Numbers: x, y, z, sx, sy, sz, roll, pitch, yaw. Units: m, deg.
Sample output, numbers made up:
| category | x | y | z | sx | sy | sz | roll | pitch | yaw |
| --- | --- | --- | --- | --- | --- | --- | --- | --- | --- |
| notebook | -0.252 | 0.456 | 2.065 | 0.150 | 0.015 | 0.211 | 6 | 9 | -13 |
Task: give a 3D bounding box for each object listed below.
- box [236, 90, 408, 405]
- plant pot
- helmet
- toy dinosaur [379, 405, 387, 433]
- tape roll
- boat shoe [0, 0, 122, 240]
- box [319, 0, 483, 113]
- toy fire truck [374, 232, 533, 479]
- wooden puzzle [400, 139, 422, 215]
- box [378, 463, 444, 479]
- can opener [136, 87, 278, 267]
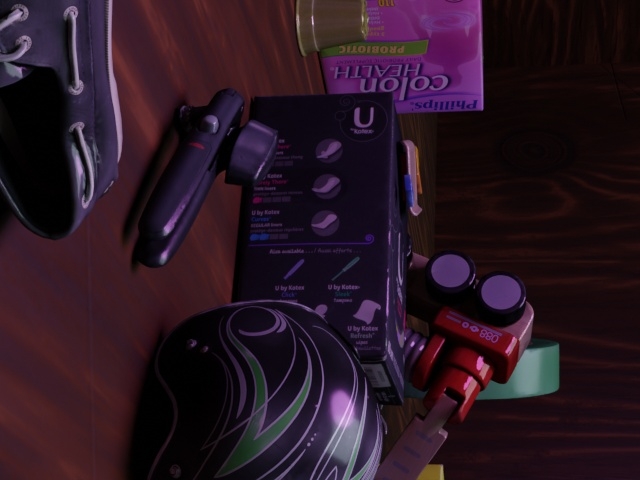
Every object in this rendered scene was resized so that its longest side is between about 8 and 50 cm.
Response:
| category | x | y | z | sx | sy | sz | roll | pitch | yaw |
| --- | --- | --- | --- | --- | --- | --- | --- | --- | --- |
| box | 0.009 | 0.011 | 1.012 | 0.165 | 0.143 | 0.270 | 67 | 23 | -65 |
| plant pot | 0.016 | -0.264 | 1.250 | 0.083 | 0.079 | 0.083 | 0 | 90 | -80 |
| helmet | -0.040 | 0.140 | 0.727 | 0.169 | 0.169 | 0.161 | 77 | -1 | -50 |
| toy dinosaur | 0.051 | 0.151 | 1.408 | 0.313 | 0.121 | 0.160 | 18 | 83 | -84 |
| tape roll | 0.225 | 0.203 | 1.691 | 0.321 | 0.321 | 0.077 | 3 | 87 | -80 |
| boat shoe | -0.129 | -0.086 | 0.450 | 0.206 | 0.075 | 0.065 | 85 | 7 | -45 |
| box | 0.106 | -0.291 | 1.373 | 0.243 | 0.214 | 0.117 | 77 | 16 | -52 |
| toy fire truck | 0.096 | 0.143 | 1.172 | 0.246 | 0.217 | 0.158 | -56 | 158 | -25 |
| wooden puzzle | 0.087 | -0.062 | 1.013 | 0.116 | 0.014 | 0.078 | 2 | 81 | -79 |
| box | 0.093 | 0.333 | 1.354 | 0.109 | 0.178 | 0.042 | 78 | 15 | -48 |
| can opener | -0.086 | -0.051 | 0.737 | 0.186 | 0.073 | 0.059 | -61 | 158 | -52 |
